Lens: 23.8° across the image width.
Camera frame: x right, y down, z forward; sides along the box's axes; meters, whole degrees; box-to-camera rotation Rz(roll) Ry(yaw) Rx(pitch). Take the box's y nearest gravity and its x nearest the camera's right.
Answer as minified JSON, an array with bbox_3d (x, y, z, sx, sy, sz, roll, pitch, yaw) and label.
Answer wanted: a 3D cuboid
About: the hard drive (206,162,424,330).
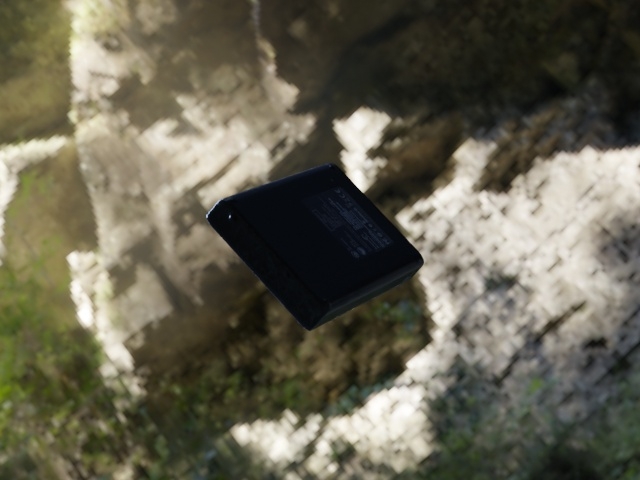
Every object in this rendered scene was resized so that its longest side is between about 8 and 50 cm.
[{"bbox_3d":[0.000,0.000,0.942,0.022,0.094,0.135,-49,-14,29],"label":"hard drive"}]
